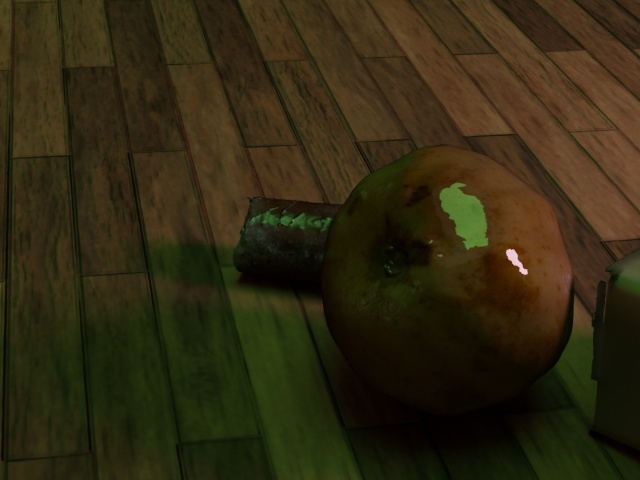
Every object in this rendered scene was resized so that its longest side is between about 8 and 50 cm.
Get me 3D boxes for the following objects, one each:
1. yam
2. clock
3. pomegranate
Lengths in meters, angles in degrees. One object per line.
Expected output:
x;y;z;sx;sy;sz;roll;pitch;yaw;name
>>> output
0.000;0.001;1.119;0.141;0.079;0.079;7;30;11;yam
0.290;0.065;0.961;0.192;0.147;0.071;-23;34;-39;clock
0.098;0.030;0.948;0.207;0.207;0.207;2;29;-1;pomegranate
